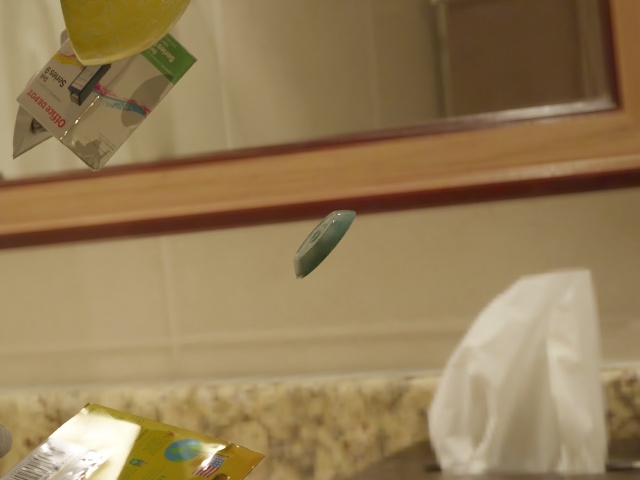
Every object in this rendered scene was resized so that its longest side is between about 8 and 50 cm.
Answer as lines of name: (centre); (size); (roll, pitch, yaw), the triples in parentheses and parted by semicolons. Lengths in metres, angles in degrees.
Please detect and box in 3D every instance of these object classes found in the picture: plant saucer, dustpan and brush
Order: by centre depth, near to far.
plant saucer: (0.000, 0.000, 1.738); (0.119, 0.021, 0.119); (-47, 11, 12)
dustpan and brush: (-0.393, -0.230, 1.922); (0.060, 0.211, 0.147); (14, 26, 15)

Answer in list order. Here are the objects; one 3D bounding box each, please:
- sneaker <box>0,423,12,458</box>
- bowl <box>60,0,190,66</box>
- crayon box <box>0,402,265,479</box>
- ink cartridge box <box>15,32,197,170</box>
sneaker: (-0.537, 0.288, 1.815); (0.215, 0.084, 0.083); (-7, -4, -5)
bowl: (-0.194, -0.341, 1.440); (0.156, 0.289, 0.289); (-2, 3, 1)
crayon box: (-0.248, 0.331, 1.721); (0.319, 0.081, 0.202); (10, 34, 35)
ink cartridge box: (-0.300, -0.223, 1.813); (0.154, 0.212, 0.093); (40, 0, 44)
